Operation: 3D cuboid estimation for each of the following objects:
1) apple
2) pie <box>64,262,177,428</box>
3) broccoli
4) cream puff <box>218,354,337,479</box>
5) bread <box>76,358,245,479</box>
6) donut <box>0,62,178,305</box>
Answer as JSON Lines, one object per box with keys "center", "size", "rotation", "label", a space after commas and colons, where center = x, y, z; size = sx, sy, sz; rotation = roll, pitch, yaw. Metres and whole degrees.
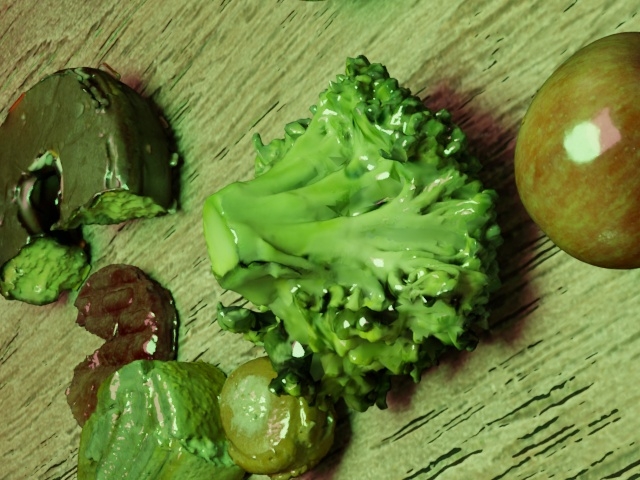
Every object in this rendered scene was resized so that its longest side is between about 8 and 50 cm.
{"center": [0.256, -0.071, 1.171], "size": [0.174, 0.188, 0.188], "rotation": [-49, 49, 43], "label": "apple"}
{"center": [-0.255, 0.139, 1.791], "size": [0.204, 0.054, 0.218], "rotation": [9, 86, 49], "label": "pie"}
{"center": [0.022, -0.002, 1.399], "size": [0.324, 0.272, 0.334], "rotation": [102, 157, -73], "label": "broccoli"}
{"center": [-0.041, 0.187, 1.503], "size": [0.126, 0.103, 0.144], "rotation": [-44, 51, 16], "label": "cream puff"}
{"center": [-0.193, 0.263, 1.641], "size": [0.186, 0.124, 0.257], "rotation": [43, 115, 43], "label": "bread"}
{"center": [-0.327, -0.087, 1.861], "size": [0.345, 0.136, 0.259], "rotation": [-37, 54, 36], "label": "donut"}
